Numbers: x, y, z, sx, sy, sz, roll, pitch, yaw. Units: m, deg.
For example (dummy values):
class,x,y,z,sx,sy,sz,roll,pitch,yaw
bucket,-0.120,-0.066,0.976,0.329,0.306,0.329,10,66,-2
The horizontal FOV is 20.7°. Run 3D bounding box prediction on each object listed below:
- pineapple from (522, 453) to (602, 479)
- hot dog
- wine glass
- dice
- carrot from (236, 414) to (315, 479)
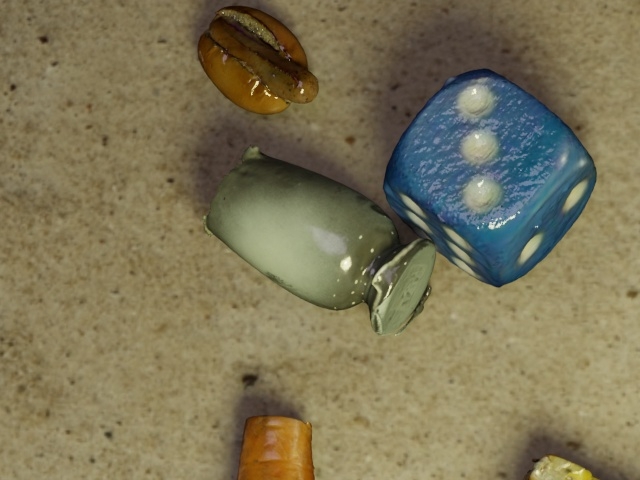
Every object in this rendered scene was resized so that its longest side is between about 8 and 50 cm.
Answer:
class,x,y,z,sx,sy,sz,roll,pitch,yaw
pineapple,0.232,0.283,1.454,0.186,0.114,0.236,-8,70,12
hot dog,-0.060,-0.168,1.683,0.090,0.060,0.140,-43,73,4
wine glass,0.000,0.000,1.591,0.204,0.111,0.111,31,84,20
dice,0.151,-0.054,1.553,0.146,0.143,0.146,38,83,22
carrot,-0.038,0.252,1.549,0.087,0.087,0.193,-7,61,12
